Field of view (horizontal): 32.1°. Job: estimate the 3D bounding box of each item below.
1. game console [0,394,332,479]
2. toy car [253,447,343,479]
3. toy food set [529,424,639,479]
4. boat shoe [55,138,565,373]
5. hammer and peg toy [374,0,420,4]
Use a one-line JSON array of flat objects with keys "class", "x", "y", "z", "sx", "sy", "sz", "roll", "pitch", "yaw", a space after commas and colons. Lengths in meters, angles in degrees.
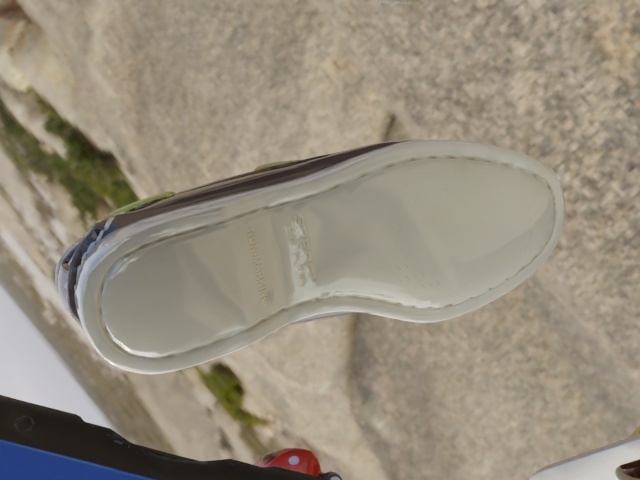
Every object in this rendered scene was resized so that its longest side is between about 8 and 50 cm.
[{"class": "game console", "x": -0.074, "y": 0.155, "z": 0.407, "sx": 0.293, "sy": 0.250, "sz": 0.173, "roll": 14, "pitch": 133, "yaw": 0}, {"class": "toy car", "x": 0.045, "y": 0.250, "z": 0.616, "sx": 0.225, "sy": 0.053, "sz": 0.239, "roll": 11, "pitch": 109, "yaw": 24}, {"class": "toy food set", "x": 0.300, "y": 0.072, "z": 0.781, "sx": 0.092, "sy": 0.306, "sz": 0.220, "roll": 56, "pitch": 141, "yaw": 3}, {"class": "boat shoe", "x": 0.000, "y": 0.000, "z": 0.691, "sx": 0.097, "sy": 0.324, "sz": 0.116, "roll": 23, "pitch": 123, "yaw": 62}, {"class": "hammer and peg toy", "x": -0.035, "y": -0.264, "z": 0.835, "sx": 0.361, "sy": 0.266, "sz": 0.127, "roll": 13, "pitch": 109, "yaw": 24}]
